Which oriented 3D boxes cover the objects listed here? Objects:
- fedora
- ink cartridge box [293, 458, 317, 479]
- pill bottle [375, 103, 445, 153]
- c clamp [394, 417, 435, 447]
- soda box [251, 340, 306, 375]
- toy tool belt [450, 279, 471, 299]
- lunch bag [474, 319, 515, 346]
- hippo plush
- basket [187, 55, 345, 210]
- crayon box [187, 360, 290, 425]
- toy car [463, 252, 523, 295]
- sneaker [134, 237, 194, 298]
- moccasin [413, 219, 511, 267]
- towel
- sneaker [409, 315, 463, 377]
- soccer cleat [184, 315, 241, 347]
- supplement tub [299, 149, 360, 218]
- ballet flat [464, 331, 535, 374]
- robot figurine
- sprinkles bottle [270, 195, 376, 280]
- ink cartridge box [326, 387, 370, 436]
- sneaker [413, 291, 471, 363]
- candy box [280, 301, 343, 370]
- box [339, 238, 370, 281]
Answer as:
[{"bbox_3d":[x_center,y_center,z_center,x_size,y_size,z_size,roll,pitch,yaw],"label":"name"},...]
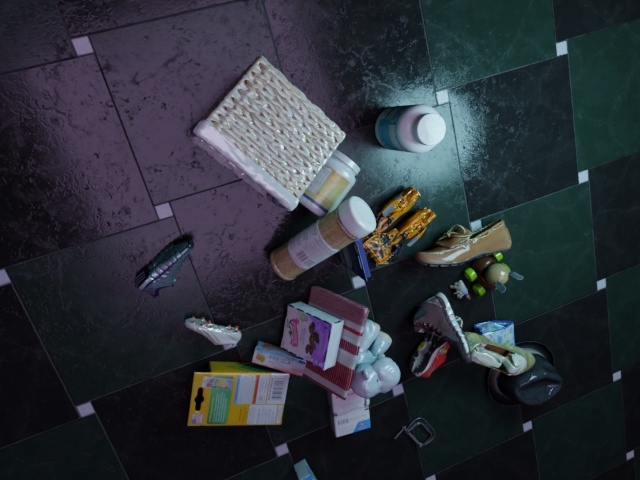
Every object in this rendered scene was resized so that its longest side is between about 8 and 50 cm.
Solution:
[{"bbox_3d":[0.863,0.580,1.922,0.334,0.152,0.333,-4,105,-15],"label":"fedora"},{"bbox_3d":[-0.047,0.913,1.774,0.052,0.088,0.122,-29,110,-8],"label":"ink cartridge box"},{"bbox_3d":[0.283,-0.349,1.457,0.146,0.264,0.146,-4,105,-16],"label":"pill bottle"},{"bbox_3d":[0.393,0.794,1.912,0.161,0.022,0.137,43,84,-20],"label":"c clamp"},{"bbox_3d":[-0.140,0.406,1.607,0.183,0.058,0.062,16,99,-1],"label":"soda box"},{"bbox_3d":[0.536,0.196,1.790,0.051,0.052,0.083,-26,109,25],"label":"toy tool belt"},{"bbox_3d":[0.697,0.391,1.856,0.151,0.096,0.128,-10,107,-3],"label":"lunch bag"},{"bbox_3d":[0.146,0.421,1.626,0.295,0.236,0.234,-11,107,-13],"label":"hippo plush"},{"bbox_3d":[-0.163,-0.293,1.313,0.331,0.328,0.266,37,87,-21],"label":"basket"},{"bbox_3d":[-0.283,0.527,1.611,0.323,0.083,0.202,6,102,-18],"label":"crayon box"},{"bbox_3d":[0.659,0.138,1.730,0.155,0.188,0.148,-37,110,-5],"label":"toy car"},{"bbox_3d":[-0.469,0.086,1.461,0.224,0.083,0.098,-39,132,1],"label":"sneaker"},{"bbox_3d":[0.511,0.007,1.685,0.381,0.139,0.146,-15,93,-9],"label":"moccasin"},{"bbox_3d":[0.035,0.342,1.590,0.037,0.237,0.328,-2,107,-51],"label":"towel"},{"bbox_3d":[0.454,0.409,1.804,0.279,0.107,0.118,-52,131,2],"label":"sneaker"},{"bbox_3d":[-0.358,0.307,1.543,0.196,0.068,0.076,19,101,-23],"label":"soccer cleat"},{"bbox_3d":[0.019,-0.181,1.486,0.144,0.144,0.199,36,91,-21],"label":"supplement tub"},{"bbox_3d":[0.675,0.446,1.759,0.349,0.123,0.123,22,97,-12],"label":"ballet flat"},{"bbox_3d":[0.250,-0.040,1.621,0.291,0.085,0.211,-43,110,-2],"label":"robot figurine"},{"bbox_3d":[0.000,0.000,1.446,0.355,0.121,0.121,-32,115,32],"label":"sprinkles bottle"},{"bbox_3d":[0.104,0.618,1.747,0.140,0.082,0.190,-10,105,-14],"label":"ink cartridge box"},{"bbox_3d":[0.430,0.338,1.701,0.163,0.281,0.106,-21,143,6],"label":"sneaker"},{"bbox_3d":[-0.031,0.316,1.570,0.070,0.196,0.164,-5,108,-52],"label":"candy box"},{"bbox_3d":[0.107,0.041,1.525,0.037,0.225,0.136,-20,109,-11],"label":"box"}]
